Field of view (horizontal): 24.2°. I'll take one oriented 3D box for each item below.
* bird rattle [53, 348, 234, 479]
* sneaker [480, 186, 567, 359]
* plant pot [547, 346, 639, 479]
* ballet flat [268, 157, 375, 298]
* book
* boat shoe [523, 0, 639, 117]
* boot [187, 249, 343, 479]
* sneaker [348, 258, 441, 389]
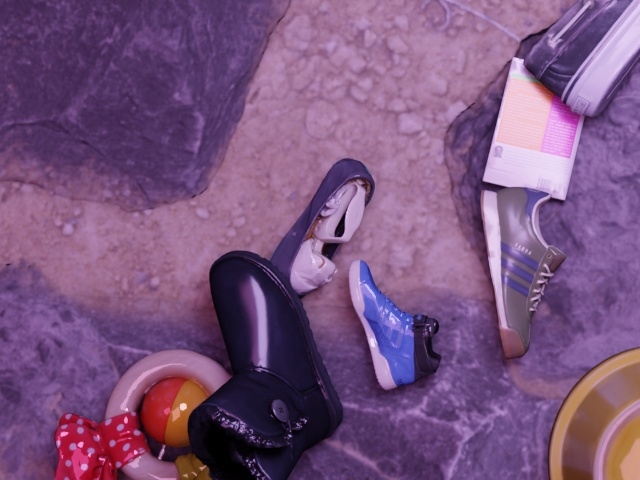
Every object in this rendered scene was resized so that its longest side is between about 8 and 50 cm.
[{"bbox_3d":[-0.179,0.226,1.709,0.253,0.143,0.207,15,76,23],"label":"bird rattle"},{"bbox_3d":[0.233,0.032,1.660,0.086,0.064,0.192,-8,86,8],"label":"sneaker"},{"bbox_3d":[0.362,0.233,1.539,0.254,0.239,0.254,-1,85,8],"label":"plant pot"},{"bbox_3d":[0.000,0.000,1.694,0.074,0.074,0.203,31,88,10],"label":"ballet flat"},{"bbox_3d":[0.247,-0.125,1.690,0.096,0.035,0.144,14,88,7],"label":"book"},{"bbox_3d":[0.348,-0.297,1.634,0.119,0.121,0.335,37,85,9],"label":"boat shoe"},{"bbox_3d":[-0.080,0.146,1.609,0.094,0.207,0.246,-24,95,28],"label":"boot"},{"bbox_3d":[0.089,0.086,1.683,0.084,0.058,0.152,-17,87,13],"label":"sneaker"}]
